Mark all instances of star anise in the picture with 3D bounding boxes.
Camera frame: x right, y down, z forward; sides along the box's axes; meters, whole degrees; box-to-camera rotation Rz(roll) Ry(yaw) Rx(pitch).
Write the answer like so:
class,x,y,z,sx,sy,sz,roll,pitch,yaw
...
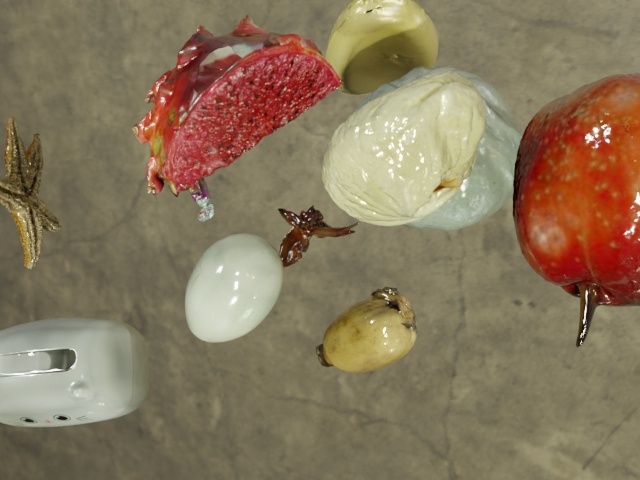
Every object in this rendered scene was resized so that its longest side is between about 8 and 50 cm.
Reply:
class,x,y,z,sx,sy,sz,roll,pitch,yaw
star anise,-0.003,-0.005,1.571,0.144,0.158,0.140,36,140,30

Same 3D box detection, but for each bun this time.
class,x,y,z,sx,sy,sz,roll,pitch,yaw
bun,0.114,-0.103,0.979,0.134,0.220,0.220,56,131,14
bun,0.216,-0.188,1.583,0.362,0.362,0.211,43,169,23

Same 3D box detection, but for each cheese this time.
class,x,y,z,sx,sy,sz,roll,pitch,yaw
cheese,0.139,-0.441,1.813,0.316,0.260,0.128,85,171,-67

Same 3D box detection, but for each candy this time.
class,x,y,z,sx,sy,sz,roll,pitch,yaw
candy,-0.291,-0.132,1.924,0.045,0.043,0.175,-20,83,8

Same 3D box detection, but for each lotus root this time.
class,x,y,z,sx,sy,sz,roll,pitch,yaw
lotus root,0.095,0.232,1.933,0.310,0.183,0.182,-32,82,36

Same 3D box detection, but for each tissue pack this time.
class,x,y,z,sx,sy,sz,roll,pitch,yaw
tissue pack,-0.555,0.280,1.753,0.333,0.236,0.229,-7,76,12

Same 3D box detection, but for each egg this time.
class,x,y,z,sx,sy,sz,roll,pitch,yaw
egg,-0.152,0.084,1.400,0.151,0.151,0.209,43,104,22

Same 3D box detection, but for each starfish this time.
class,x,y,z,sx,sy,sz,roll,pitch,yaw
starfish,-0.456,-0.075,1.251,0.043,0.240,0.227,-10,76,1

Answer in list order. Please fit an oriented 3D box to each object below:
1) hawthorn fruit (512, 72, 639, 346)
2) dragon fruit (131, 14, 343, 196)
class,x,y,z,sx,sy,sz,roll,pitch,yaw
hawthorn fruit,0.385,-0.038,1.072,0.285,0.285,0.368,15,79,37
dragon fruit,-0.129,-0.188,0.964,0.161,0.274,0.126,44,165,40
